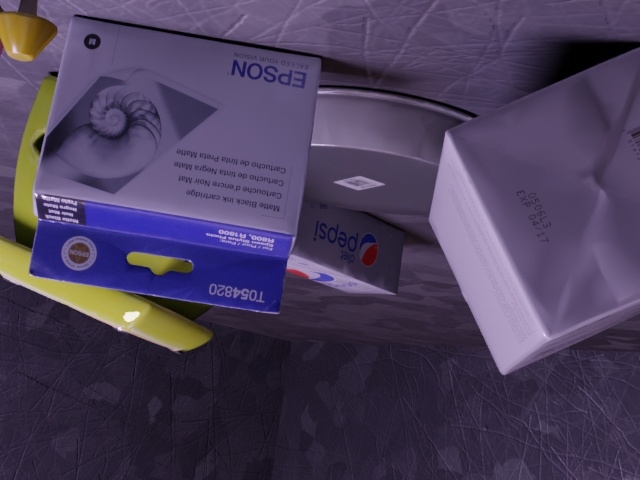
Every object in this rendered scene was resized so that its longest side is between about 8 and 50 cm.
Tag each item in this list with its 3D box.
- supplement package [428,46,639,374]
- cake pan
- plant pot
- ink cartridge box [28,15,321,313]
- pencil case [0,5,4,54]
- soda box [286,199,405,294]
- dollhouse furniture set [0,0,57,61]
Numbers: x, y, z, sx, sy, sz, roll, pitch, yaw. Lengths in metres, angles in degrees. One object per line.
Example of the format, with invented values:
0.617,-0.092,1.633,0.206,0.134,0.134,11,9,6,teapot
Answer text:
0.211,-0.010,0.928,0.175,0.177,0.293,-24,169,-2,supplement package
0.049,-0.084,1.131,0.293,0.054,0.293,9,169,2,cake pan
-0.194,-0.013,1.139,0.228,0.207,0.227,21,172,17,plant pot
-0.123,-0.064,0.921,0.223,0.224,0.045,8,169,-4,ink cartridge box
-0.363,-0.175,0.740,0.284,0.124,0.124,26,161,-34,pencil case
0.000,0.000,1.472,0.091,0.098,0.286,0,167,37,soda box
-0.229,-0.160,0.587,0.303,0.198,0.286,17,166,-40,dollhouse furniture set
